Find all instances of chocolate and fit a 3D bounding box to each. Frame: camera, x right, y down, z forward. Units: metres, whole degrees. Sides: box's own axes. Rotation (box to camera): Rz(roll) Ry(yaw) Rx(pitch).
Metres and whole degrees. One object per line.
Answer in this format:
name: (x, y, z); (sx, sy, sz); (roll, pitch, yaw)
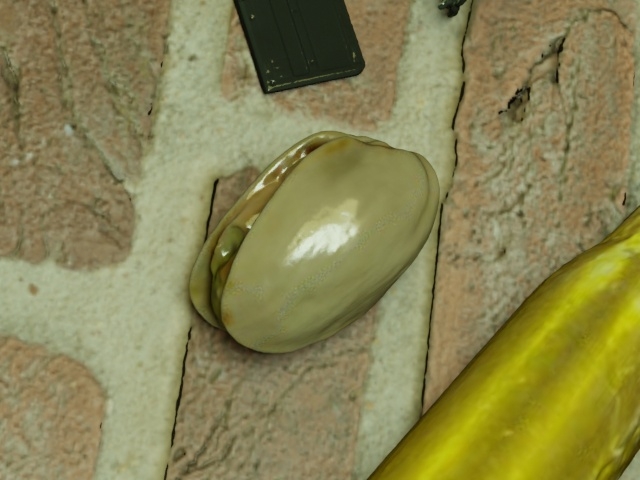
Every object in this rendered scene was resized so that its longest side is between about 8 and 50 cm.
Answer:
chocolate: (0.200, 0.116, 1.383); (0.162, 0.162, 0.445); (41, 67, 5)

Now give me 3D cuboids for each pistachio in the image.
pistachio: (0.000, 0.000, 1.401); (0.215, 0.144, 0.144); (-41, 82, -11)

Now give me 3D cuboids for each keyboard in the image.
keyboard: (-0.059, -0.309, 1.556); (0.103, 0.041, 0.381); (-12, 79, -16)

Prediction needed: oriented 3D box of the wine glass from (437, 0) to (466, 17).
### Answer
wine glass: (0.076, -0.320, 1.510); (0.232, 0.156, 0.156); (42, 68, -1)
